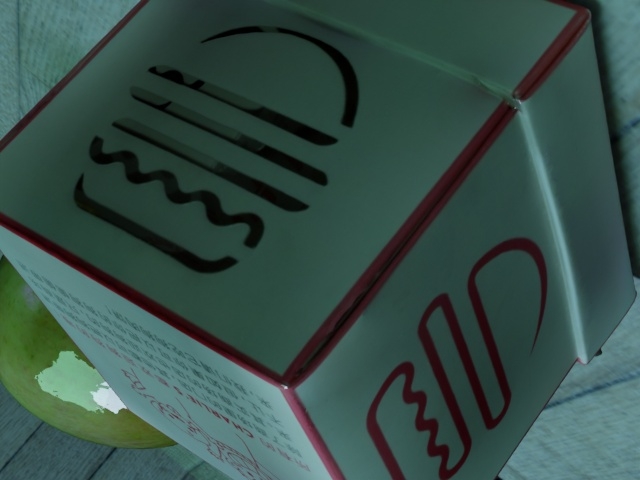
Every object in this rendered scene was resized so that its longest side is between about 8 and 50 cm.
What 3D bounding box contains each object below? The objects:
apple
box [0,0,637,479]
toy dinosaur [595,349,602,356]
[{"bbox_3d":[-0.198,0.075,1.433,0.277,0.319,0.319,34,160,13],"label":"apple"},{"bbox_3d":[0.000,0.000,0.918,0.314,0.300,0.312,27,156,33],"label":"box"},{"bbox_3d":[0.149,0.047,1.134,0.279,0.055,0.101,12,138,55],"label":"toy dinosaur"}]
